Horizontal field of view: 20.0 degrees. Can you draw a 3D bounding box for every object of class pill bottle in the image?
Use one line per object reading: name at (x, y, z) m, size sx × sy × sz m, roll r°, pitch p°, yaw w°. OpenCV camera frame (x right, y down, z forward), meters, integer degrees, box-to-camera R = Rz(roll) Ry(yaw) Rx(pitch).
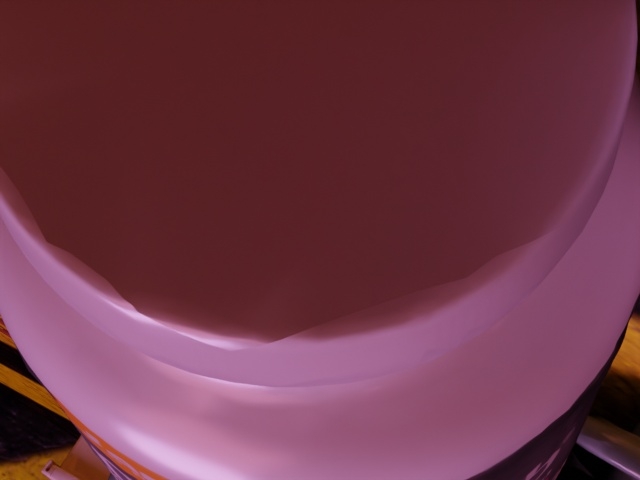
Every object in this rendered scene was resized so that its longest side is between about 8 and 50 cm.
pill bottle at (0.000, 0.000, 0.471) m, size 0.162 × 0.162 × 0.278 m, roll 29°, pitch 166°, yaw 11°

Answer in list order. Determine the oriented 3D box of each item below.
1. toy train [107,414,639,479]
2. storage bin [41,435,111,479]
toy train at (0.031, 0.089, 0.795) m, size 0.334 × 0.142 × 0.190 m, roll 30°, pitch 178°, yaw 0°
storage bin at (-0.039, 0.220, 1.387) m, size 0.260 × 0.123 × 0.262 m, roll 28°, pitch 165°, yaw 19°
